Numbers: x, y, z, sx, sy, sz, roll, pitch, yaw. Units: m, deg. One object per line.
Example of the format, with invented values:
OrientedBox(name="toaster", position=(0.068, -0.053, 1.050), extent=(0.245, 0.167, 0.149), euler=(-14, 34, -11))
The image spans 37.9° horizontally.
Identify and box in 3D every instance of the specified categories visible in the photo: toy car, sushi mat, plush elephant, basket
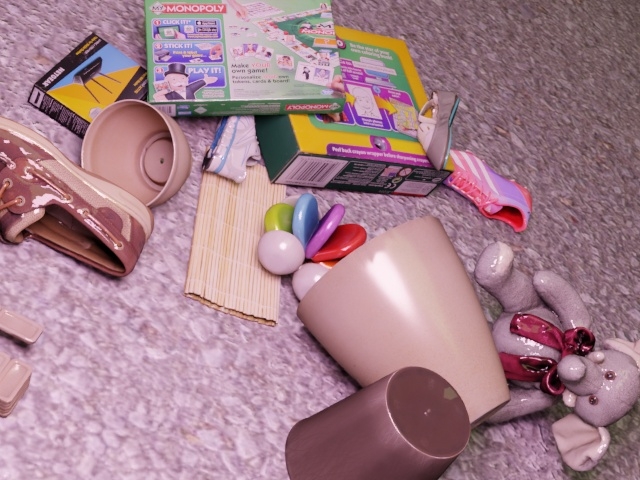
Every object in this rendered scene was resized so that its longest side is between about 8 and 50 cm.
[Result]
OrientedBox(name="toy car", position=(0.000, 0.000, 1.449), extent=(0.182, 0.136, 0.159), euler=(44, 37, -12))
OrientedBox(name="sushi mat", position=(-0.127, -0.014, 1.475), extent=(0.151, 0.019, 0.317), euler=(21, 46, -21))
OrientedBox(name="plush elephant", position=(0.381, 0.200, 1.459), extent=(0.330, 0.272, 0.255), euler=(28, -3, -35))
OrientedBox(name="basket", position=(0.082, 0.275, 1.229), extent=(0.154, 0.227, 0.204), euler=(-21, 70, -44))

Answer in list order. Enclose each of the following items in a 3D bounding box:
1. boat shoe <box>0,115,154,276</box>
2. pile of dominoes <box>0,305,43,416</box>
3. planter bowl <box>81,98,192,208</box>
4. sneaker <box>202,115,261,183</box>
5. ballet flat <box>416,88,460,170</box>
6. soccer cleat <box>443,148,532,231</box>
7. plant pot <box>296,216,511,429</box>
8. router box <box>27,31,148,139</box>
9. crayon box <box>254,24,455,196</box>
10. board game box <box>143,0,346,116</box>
OrientedBox(name="boat shoe", position=(-0.393, -0.055, 1.253), extent=(0.342, 0.123, 0.123), euler=(31, 42, -19))
OrientedBox(name="pile of dominoes", position=(-0.476, 0.134, 1.113), extent=(0.251, 0.040, 0.196), euler=(27, 44, -2))
OrientedBox(name="planter bowl", position=(-0.258, -0.121, 1.388), extent=(0.162, 0.162, 0.109), euler=(55, 18, 15))
OrientedBox(name="sneaker", position=(-0.131, -0.167, 1.543), extent=(0.083, 0.071, 0.191), euler=(33, 50, -20))
OrientedBox(name="ballet flat", position=(0.206, -0.201, 1.685), extent=(0.068, 0.072, 0.213), euler=(15, 44, 3))
OrientedBox(name="soccer cleat", position=(0.308, -0.100, 1.809), extent=(0.248, 0.083, 0.095), euler=(25, 49, -20))
OrientedBox(name="plant pot", position=(0.146, 0.149, 1.348), extent=(0.256, 0.256, 0.274), euler=(-17, 64, -42))
OrientedBox(name="router box", position=(-0.357, -0.240, 1.480), extent=(0.133, 0.046, 0.179), euler=(35, 43, -7))
OrientedBox(name="crayon box", position=(0.040, -0.246, 1.698), extent=(0.362, 0.106, 0.313), euler=(3, 57, -37))
OrientedBox(name="board game box", position=(-0.127, -0.306, 1.537), extent=(0.317, 0.046, 0.214), euler=(-2, 62, -10))
